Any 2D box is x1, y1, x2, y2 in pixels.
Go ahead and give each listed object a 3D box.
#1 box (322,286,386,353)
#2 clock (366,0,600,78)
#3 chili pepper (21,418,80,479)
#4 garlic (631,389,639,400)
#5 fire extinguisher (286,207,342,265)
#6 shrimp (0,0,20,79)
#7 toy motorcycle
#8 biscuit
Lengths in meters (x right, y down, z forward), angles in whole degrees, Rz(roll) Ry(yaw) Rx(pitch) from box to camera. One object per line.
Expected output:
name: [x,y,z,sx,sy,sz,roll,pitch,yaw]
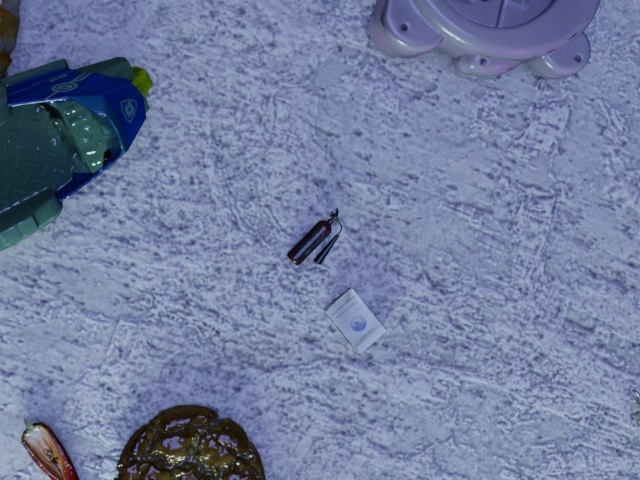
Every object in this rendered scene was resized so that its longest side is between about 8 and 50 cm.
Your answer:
box: [0.050,0.116,1.561,0.054,0.024,0.083,-40,95,-9]
clock: [0.248,-0.382,1.544,0.322,0.113,0.296,13,88,-11]
chili pepper: [-0.359,0.318,1.494,0.045,0.027,0.178,-34,95,-3]
garlic: [0.528,0.284,1.625,0.152,0.066,0.084,11,61,-13]
fire extinguisher: [0.001,0.001,1.547,0.100,0.032,0.046,-45,86,0]
shrimp: [-0.511,-0.349,1.442,0.287,0.068,0.185,35,86,-7]
toy motorcycle: [-0.351,-0.132,1.393,0.326,0.200,0.191,-30,119,-14]
biscuit: [-0.183,0.345,1.516,0.225,0.042,0.226,0,89,-9]
